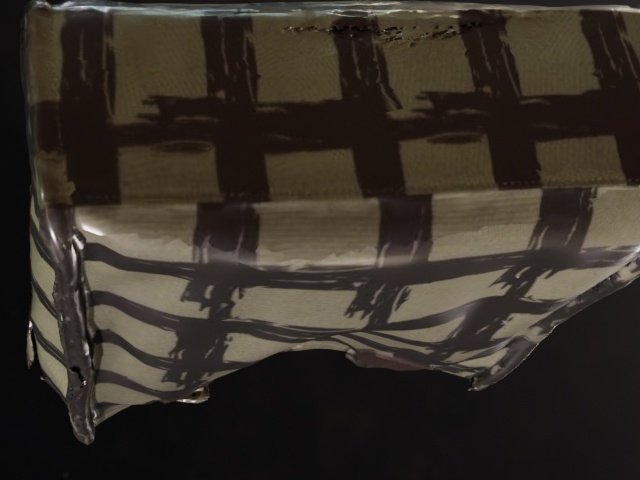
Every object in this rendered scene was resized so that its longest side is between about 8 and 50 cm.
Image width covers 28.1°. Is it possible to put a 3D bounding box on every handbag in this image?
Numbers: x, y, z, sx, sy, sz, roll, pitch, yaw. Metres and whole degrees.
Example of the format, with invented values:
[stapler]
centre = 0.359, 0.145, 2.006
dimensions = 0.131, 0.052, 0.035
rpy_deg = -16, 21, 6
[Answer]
[handbag]
centre = 0.000, 0.000, 0.717
dimensions = 0.325, 0.327, 0.162
rpy_deg = -2, -117, -13
